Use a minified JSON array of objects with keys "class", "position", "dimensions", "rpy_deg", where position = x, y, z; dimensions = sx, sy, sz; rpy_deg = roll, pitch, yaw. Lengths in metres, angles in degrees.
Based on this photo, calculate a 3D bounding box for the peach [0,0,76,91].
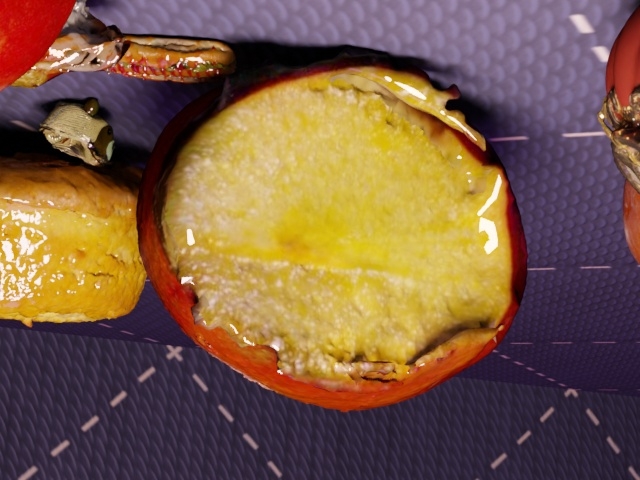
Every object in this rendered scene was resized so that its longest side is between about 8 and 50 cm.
[{"class":"peach","position":[-0.283,-0.188,1.136],"dimensions":[0.244,0.199,0.243],"rpy_deg":[-2,176,0]}]

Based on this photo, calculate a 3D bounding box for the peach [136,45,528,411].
[{"class":"peach","position":[0.000,0.000,1.597],"dimensions":[0.353,0.339,0.416],"rpy_deg":[-6,161,27]}]

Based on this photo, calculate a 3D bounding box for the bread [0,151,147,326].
[{"class":"bread","position":[-0.358,-0.008,1.884],"dimensions":[0.337,0.204,0.358],"rpy_deg":[13,-172,35]}]

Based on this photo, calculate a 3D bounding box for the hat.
[{"class":"hat","position":[-0.261,-0.123,1.761],"dimensions":[0.076,0.059,0.077],"rpy_deg":[17,166,16]}]

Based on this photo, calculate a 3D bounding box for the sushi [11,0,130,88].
[{"class":"sushi","position":[-0.283,-0.182,1.419],"dimensions":[0.226,0.103,0.097],"rpy_deg":[-4,-167,21]}]

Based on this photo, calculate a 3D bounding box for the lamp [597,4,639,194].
[{"class":"lamp","position":[0.341,-0.114,1.310],"dimensions":[0.227,0.226,0.227],"rpy_deg":[3,168,1]}]

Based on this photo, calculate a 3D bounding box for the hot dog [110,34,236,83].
[{"class":"hot dog","position":[-0.152,-0.172,1.543],"dimensions":[0.144,0.038,0.062],"rpy_deg":[4,168,0]}]

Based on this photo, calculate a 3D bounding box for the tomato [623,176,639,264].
[{"class":"tomato","position":[0.459,-0.007,1.890],"dimensions":[0.214,0.155,0.181],"rpy_deg":[8,171,-26]}]
